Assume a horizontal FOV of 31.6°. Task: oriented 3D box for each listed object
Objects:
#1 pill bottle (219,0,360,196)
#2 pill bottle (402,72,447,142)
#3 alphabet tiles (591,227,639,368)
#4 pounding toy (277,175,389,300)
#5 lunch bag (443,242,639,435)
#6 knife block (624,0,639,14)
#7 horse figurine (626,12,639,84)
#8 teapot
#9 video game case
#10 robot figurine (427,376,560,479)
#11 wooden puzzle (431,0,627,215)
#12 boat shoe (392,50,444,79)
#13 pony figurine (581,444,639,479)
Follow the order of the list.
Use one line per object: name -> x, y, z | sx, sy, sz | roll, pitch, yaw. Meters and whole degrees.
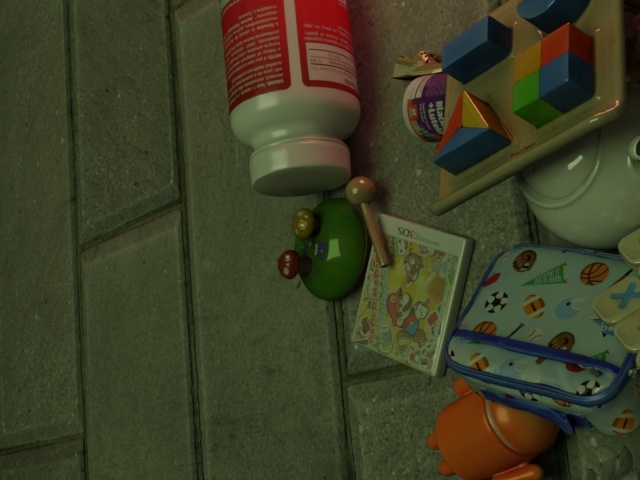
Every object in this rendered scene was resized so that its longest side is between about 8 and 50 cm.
pill bottle -> -0.052, -0.294, 1.980 | 0.229, 0.229, 0.407 | -21, 69, 46
pill bottle -> 0.228, -0.210, 1.740 | 0.193, 0.108, 0.108 | -1, 84, 49
alphabet tiles -> 0.475, 0.048, 1.346 | 0.278, 0.021, 0.284 | -30, 36, 3
pounding toy -> 0.000, 0.000, 1.950 | 0.237, 0.110, 0.183 | -34, 56, 49
lunch bag -> 0.324, 0.129, 1.501 | 0.303, 0.115, 0.243 | 10, 57, 48
knife block -> 0.348, -0.442, 1.652 | 0.242, 0.088, 0.275 | -11, 77, 48
horse figurine -> 0.454, -0.272, 1.461 | 0.174, 0.066, 0.263 | -24, 28, 43
teapot -> 0.347, -0.111, 1.517 | 0.256, 0.187, 0.252 | -53, 43, 34
video game case -> 0.147, 0.086, 1.856 | 0.206, 0.026, 0.227 | 19, 99, 49
robot figurine -> 0.255, 0.271, 1.632 | 0.219, 0.128, 0.158 | -40, 27, 39
wooden puzzle -> 0.259, -0.233, 1.499 | 0.322, 0.080, 0.347 | -31, 38, 47
boat shoe -> 0.168, -0.289, 1.864 | 0.135, 0.050, 0.045 | 6, 94, 49
pony figurine -> 0.283, 0.458, 1.505 | 0.363, 0.303, 0.351 | 13, 127, 45
